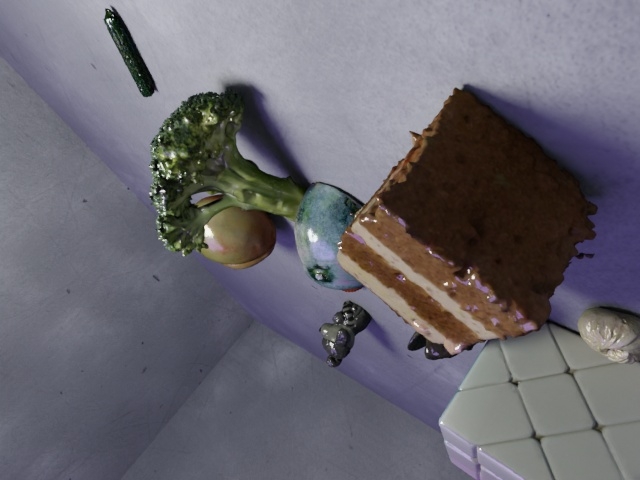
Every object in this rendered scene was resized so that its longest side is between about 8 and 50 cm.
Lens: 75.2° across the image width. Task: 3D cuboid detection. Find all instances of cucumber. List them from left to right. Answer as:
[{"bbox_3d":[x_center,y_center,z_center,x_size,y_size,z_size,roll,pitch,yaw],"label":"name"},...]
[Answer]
[{"bbox_3d":[-0.509,-0.494,1.116,0.044,0.043,0.256,27,156,17],"label":"cucumber"}]

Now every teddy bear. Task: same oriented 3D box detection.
[{"bbox_3d":[0.081,0.333,1.565,0.144,0.251,0.171,33,144,14],"label":"teddy bear"}]

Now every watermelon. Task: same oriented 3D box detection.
[{"bbox_3d":[0.058,0.030,1.044,0.188,0.175,0.321,12,147,52],"label":"watermelon"}]

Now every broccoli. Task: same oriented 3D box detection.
[{"bbox_3d":[-0.202,-0.183,0.992,0.274,0.398,0.352,-111,19,-44],"label":"broccoli"}]

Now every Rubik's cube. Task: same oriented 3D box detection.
[{"bbox_3d":[0.477,0.391,0.876,0.319,0.321,0.315,25,156,36],"label":"Rubik's cube"}]

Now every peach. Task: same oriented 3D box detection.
[{"bbox_3d":[-0.289,-0.037,1.389,0.293,0.247,0.292,8,165,2],"label":"peach"}]

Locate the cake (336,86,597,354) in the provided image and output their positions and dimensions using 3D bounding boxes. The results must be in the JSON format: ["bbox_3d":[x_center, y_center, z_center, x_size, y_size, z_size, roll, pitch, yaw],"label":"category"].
[{"bbox_3d":[0.189,-0.012,0.631,0.282,0.255,0.290,41,155,1],"label":"cake"}]

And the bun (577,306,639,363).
[{"bbox_3d":[0.508,0.170,0.724,0.115,0.069,0.115,35,160,15],"label":"bun"}]

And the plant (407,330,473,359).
[{"bbox_3d":[0.271,0.138,0.904,0.188,0.199,0.276,43,156,8],"label":"plant"}]

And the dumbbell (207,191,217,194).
[{"bbox_3d":[-0.339,-0.254,1.223,0.301,0.122,0.108,89,156,-64],"label":"dumbbell"}]

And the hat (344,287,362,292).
[{"bbox_3d":[0.096,0.123,1.324,0.112,0.093,0.162,43,179,19],"label":"hat"}]
